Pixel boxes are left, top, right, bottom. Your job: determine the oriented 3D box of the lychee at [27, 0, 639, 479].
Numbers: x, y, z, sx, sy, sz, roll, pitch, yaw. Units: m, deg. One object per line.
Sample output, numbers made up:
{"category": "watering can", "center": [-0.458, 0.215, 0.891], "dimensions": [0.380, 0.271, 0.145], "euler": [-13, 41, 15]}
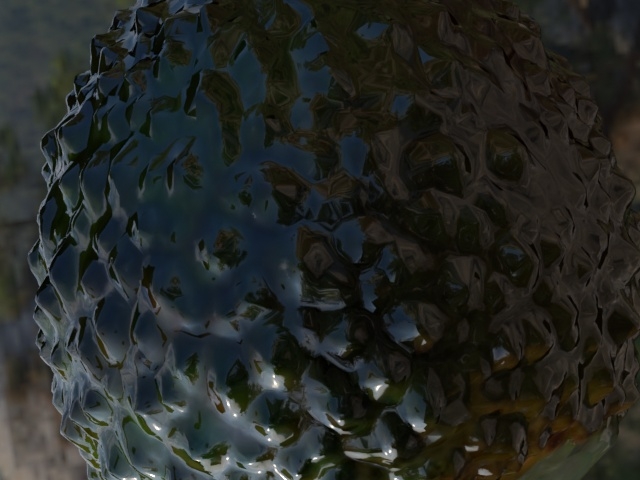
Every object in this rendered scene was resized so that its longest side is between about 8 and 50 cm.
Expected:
{"category": "lychee", "center": [0.000, 0.000, 0.466], "dimensions": [0.171, 0.171, 0.171], "euler": [171, 90, -83]}
